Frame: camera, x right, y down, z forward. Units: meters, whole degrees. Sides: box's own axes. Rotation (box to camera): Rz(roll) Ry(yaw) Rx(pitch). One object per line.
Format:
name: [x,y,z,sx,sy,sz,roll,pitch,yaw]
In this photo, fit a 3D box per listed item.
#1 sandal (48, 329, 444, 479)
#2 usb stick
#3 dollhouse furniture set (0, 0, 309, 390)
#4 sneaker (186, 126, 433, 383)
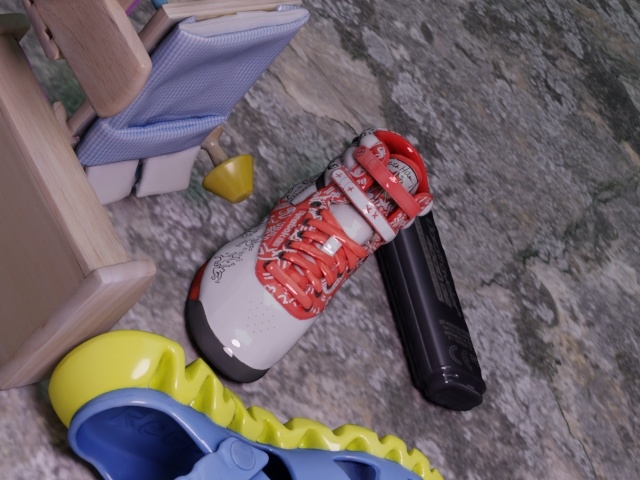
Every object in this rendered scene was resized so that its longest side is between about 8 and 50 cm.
sandal: [-0.040,0.179,1.270,0.317,0.126,0.138,23,43,-28]
usb stick: [0.082,0.022,1.685,0.077,0.045,0.278,30,35,-45]
dollhouse furniture set: [-0.084,-0.069,1.300,0.303,0.286,0.198,-13,67,-46]
sneaker: [-0.001,-0.001,1.488,0.090,0.145,0.270,49,29,-6]
